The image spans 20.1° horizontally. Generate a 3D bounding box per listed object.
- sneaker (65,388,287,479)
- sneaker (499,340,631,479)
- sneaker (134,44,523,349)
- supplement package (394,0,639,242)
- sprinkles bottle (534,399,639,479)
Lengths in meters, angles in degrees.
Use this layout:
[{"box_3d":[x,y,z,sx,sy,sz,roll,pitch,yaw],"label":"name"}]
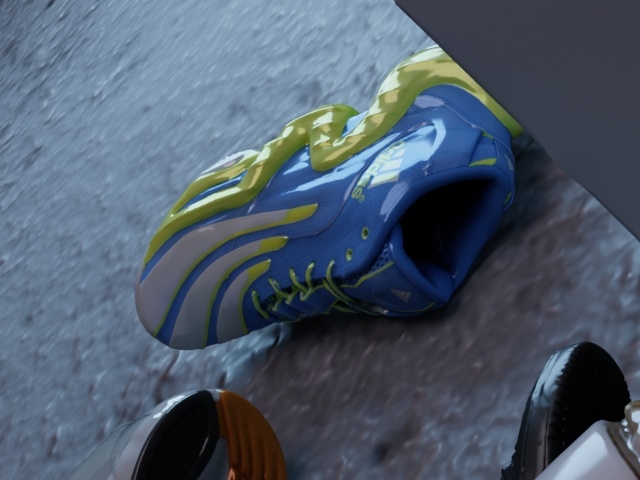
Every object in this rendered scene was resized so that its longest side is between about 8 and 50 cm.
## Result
[{"box_3d":[-0.118,0.188,0.843,0.262,0.099,0.121,-53,18,-25],"label":"sneaker"},{"box_3d":[0.064,0.121,0.672,0.089,0.051,0.170,-20,48,42],"label":"sneaker"},{"box_3d":[0.000,0.000,0.893,0.240,0.091,0.126,-38,29,20],"label":"sneaker"},{"box_3d":[0.184,-0.154,0.685,0.198,0.199,0.262,-25,35,39],"label":"supplement package"},{"box_3d":[0.215,0.007,0.517,0.355,0.121,0.121,-45,27,8],"label":"sprinkles bottle"}]
